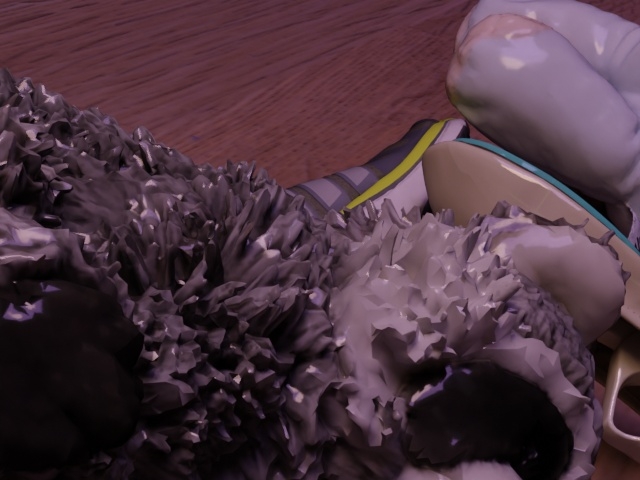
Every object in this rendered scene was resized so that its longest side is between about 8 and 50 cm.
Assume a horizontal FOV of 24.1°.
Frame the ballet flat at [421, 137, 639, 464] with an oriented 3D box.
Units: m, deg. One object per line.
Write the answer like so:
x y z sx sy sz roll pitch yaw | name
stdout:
0.135 0.048 0.699 0.248 0.086 0.086 36 31 6 | ballet flat

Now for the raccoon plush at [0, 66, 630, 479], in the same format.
-0.080 -0.019 0.568 0.299 0.216 0.446 -12 61 -43 | raccoon plush

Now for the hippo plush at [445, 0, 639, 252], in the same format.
0.226 -0.118 0.867 0.234 0.236 0.294 33 19 -14 | hippo plush

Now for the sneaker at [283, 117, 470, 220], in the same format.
0.000 0.000 0.789 0.121 0.111 0.300 12 23 19 | sneaker
